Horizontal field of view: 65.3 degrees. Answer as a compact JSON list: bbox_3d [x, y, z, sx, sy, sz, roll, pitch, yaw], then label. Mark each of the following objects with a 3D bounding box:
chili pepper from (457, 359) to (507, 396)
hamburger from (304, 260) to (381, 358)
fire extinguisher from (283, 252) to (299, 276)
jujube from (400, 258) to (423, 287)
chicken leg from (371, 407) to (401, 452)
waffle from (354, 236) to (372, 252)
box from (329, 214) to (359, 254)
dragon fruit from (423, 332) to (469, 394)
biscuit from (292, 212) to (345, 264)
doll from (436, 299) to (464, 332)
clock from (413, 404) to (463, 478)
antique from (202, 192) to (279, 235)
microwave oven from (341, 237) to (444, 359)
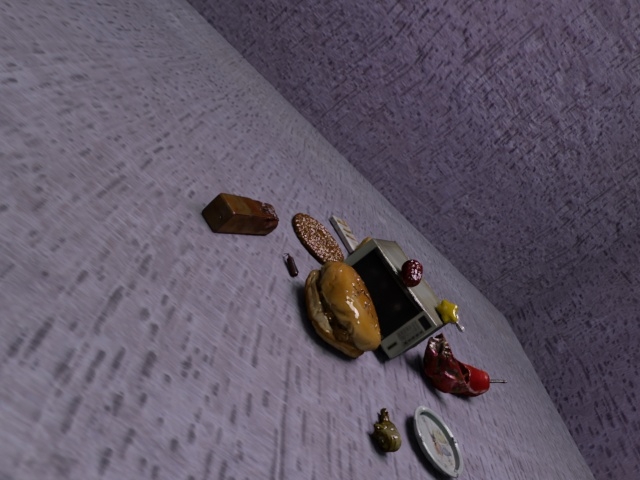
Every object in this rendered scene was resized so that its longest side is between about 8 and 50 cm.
[{"bbox_3d":[0.669,0.620,2.198,0.338,0.131,0.135,25,5,-42],"label":"chili pepper"},{"bbox_3d":[0.079,0.224,1.625,0.284,0.174,0.304,47,22,-43],"label":"hamburger"},{"bbox_3d":[-0.094,0.082,1.712,0.046,0.032,0.100,16,42,-40],"label":"fire extinguisher"},{"bbox_3d":[0.316,0.116,1.737,0.077,0.077,0.129,45,30,-11],"label":"jujube"},{"bbox_3d":[0.184,0.530,1.419,0.093,0.070,0.178,41,12,-5],"label":"chicken leg"},{"bbox_3d":[0.249,0.106,2.327,0.221,0.055,0.248,59,20,-5],"label":"waffle"},{"bbox_3d":[0.128,-0.018,2.387,0.122,0.032,0.220,22,33,-55],"label":"box"},{"bbox_3d":[0.460,0.459,1.959,0.262,0.134,0.211,-106,176,-52],"label":"dragon fruit"},{"bbox_3d":[0.000,0.000,2.064,0.305,0.038,0.305,42,20,-19],"label":"biscuit"},{"bbox_3d":[0.475,0.262,1.821,0.113,0.072,0.135,50,13,-26],"label":"doll"},{"bbox_3d":[0.364,0.647,1.595,0.236,0.053,0.236,39,22,-19],"label":"clock"},{"bbox_3d":[-0.240,-0.078,1.607,0.087,0.093,0.310,55,19,17],"label":"antique"},{"bbox_3d":[0.264,0.220,1.903,0.394,0.247,0.333,55,19,18],"label":"microwave oven"}]
